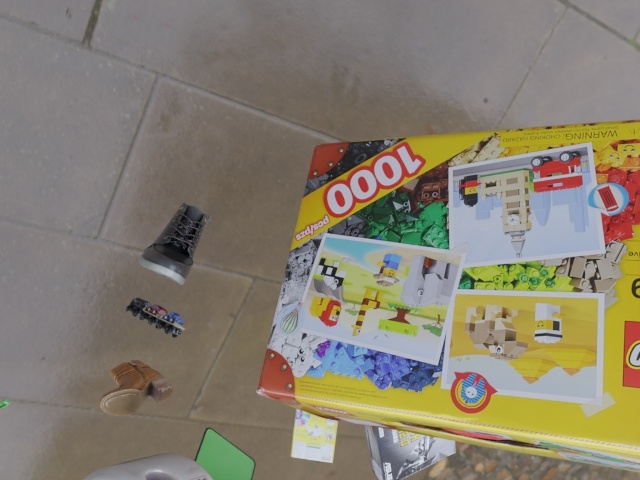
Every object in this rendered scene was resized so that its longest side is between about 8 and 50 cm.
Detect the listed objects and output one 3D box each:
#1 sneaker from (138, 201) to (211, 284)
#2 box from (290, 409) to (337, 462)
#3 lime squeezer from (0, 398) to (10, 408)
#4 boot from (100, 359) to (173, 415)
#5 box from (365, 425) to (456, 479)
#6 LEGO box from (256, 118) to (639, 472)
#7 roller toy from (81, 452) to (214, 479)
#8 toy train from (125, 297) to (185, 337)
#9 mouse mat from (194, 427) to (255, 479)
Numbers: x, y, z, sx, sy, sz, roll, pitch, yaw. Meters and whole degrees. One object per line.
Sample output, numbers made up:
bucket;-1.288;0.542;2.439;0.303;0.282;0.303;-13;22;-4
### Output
sneaker;-0.242;-0.003;1.038;0.083;0.222;0.118;29;91;-16
box;-0.010;0.435;1.471;0.105;0.043;0.179;8;98;3
lime squeezer;-0.854;0.455;1.412;0.310;0.110;0.058;-41;98;-13
boot;-0.485;0.359;1.520;0.197;0.152;0.072;3;109;-51
box;0.185;0.378;1.273;0.183;0.056;0.230;-18;116;-18
LEGO box;0.211;0.063;0.784;0.193;0.501;0.372;41;55;-53
roller toy;-0.216;0.375;0.775;0.146;0.210;0.191;13;78;-59
toy train;-0.272;0.124;1.013;0.027;0.158;0.036;45;68;-42
mouse mat;-0.216;0.516;1.359;0.153;0.189;0.007;41;109;-12
